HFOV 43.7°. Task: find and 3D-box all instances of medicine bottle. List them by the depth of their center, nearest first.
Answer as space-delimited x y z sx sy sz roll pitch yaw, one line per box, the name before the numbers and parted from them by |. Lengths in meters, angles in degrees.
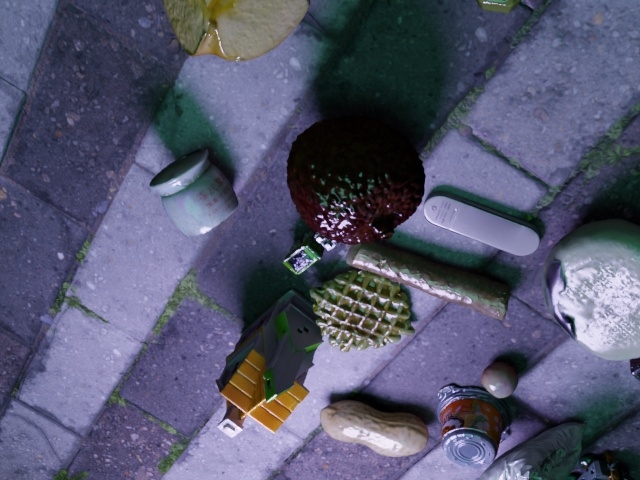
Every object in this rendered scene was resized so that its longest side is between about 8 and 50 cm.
medicine bottle | -0.263 -0.101 1.662 0.147 0.147 0.143 -18 115 27

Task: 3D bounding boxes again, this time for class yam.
yam | 0.228 0.075 1.684 0.356 0.081 0.081 20 127 1

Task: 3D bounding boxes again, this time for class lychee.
lychee | 0.064 -0.115 1.501 0.260 0.261 0.261 8 126 11

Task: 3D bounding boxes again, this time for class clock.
clock | -0.118 0.300 1.799 0.166 0.310 0.235 40 126 -11

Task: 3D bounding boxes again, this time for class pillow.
pillow | 0.465 0.539 1.818 0.138 0.310 0.283 49 124 18

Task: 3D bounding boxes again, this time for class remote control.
remote control | 0.325 -0.034 1.612 0.244 0.022 0.077 20 125 3

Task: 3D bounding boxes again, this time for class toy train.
toy train | 0.000 0.000 1.695 0.060 0.081 0.202 42 125 -13
toy train | 0.671 0.600 1.915 0.136 0.091 0.228 17 127 -9

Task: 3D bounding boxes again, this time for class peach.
peach | 0.405 0.314 1.798 0.083 0.083 0.083 8 126 11

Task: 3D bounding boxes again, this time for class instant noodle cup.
instant noodle cup | 0.354 0.453 1.879 0.208 0.126 0.178 29 128 -4

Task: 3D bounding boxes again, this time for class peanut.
peanut | 0.130 0.464 1.971 0.274 0.111 0.125 14 142 11

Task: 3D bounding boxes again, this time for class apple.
apple | -0.157 -0.466 1.317 0.313 0.252 0.309 9 142 6

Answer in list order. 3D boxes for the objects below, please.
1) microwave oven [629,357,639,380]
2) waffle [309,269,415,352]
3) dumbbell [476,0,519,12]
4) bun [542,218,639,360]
microwave oven | 0.745 0.199 1.545 0.178 0.188 0.247 34 126 -9
waffle | 0.093 0.158 1.780 0.214 0.054 0.208 -19 117 9
dumbbell | 0.186 -0.449 1.308 0.301 0.108 0.121 10 127 10
bun | 0.575 0.078 1.532 0.283 0.179 0.283 19 125 29
